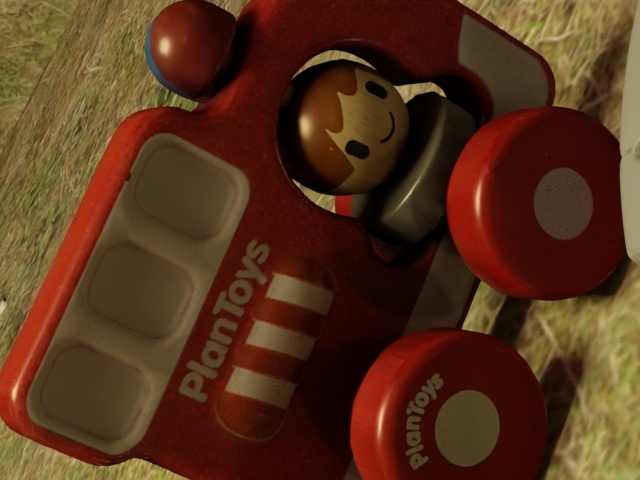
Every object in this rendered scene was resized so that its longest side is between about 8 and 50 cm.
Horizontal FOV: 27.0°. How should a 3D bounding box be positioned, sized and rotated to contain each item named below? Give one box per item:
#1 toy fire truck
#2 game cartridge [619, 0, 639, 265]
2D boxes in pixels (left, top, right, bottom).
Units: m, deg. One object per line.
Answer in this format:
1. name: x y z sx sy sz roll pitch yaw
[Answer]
1. toy fire truck: 0.000 0.000 0.699 0.169 0.254 0.302 5 70 64
2. game cartridge: 0.230 -0.125 0.620 0.196 0.060 0.294 -17 50 53
